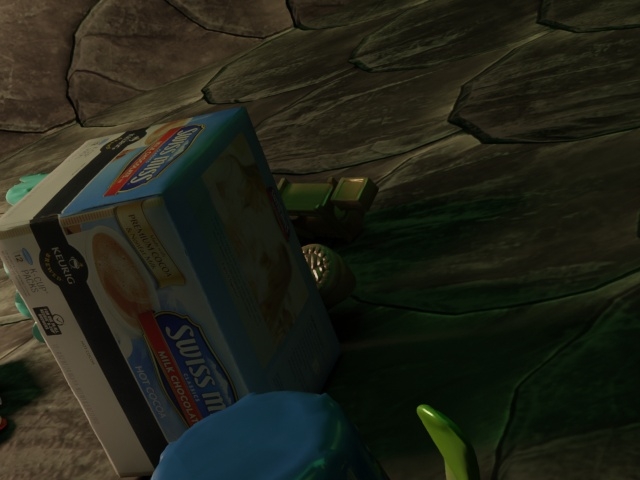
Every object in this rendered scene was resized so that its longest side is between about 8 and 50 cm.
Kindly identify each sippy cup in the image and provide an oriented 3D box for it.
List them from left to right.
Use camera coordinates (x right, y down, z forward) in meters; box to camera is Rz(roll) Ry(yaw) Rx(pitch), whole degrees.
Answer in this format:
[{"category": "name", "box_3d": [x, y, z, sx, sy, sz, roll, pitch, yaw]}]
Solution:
[{"category": "sippy cup", "box_3d": [-0.021, 0.249, 0.848, 0.240, 0.224, 0.305, -9, 27, 29]}]

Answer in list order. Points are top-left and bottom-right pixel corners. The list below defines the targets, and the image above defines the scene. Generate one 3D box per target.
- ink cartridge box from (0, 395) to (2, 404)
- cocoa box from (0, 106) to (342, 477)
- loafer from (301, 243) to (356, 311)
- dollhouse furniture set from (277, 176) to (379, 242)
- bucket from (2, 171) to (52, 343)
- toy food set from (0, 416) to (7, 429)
[{"category": "ink cartridge box", "box_3d": [-0.642, 0.247, 1.550, 0.333, 0.065, 0.165, -19, 21, -22]}, {"category": "cocoa box", "box_3d": [-0.157, 0.062, 1.221, 0.228, 0.347, 0.231, -9, 26, 26]}, {"category": "loafer", "box_3d": [-0.061, 0.085, 1.419, 0.269, 0.092, 0.101, -21, 60, 37]}, {"category": "dollhouse furniture set", "box_3d": [0.000, 0.000, 1.595, 0.182, 0.101, 0.160, 3, 58, 45]}, {"category": "bucket", "box_3d": [-0.326, 0.015, 1.595, 0.183, 0.281, 0.281, -12, 24, 12]}, {"category": "toy food set", "box_3d": [-0.473, 0.265, 1.477, 0.083, 0.020, 0.083, -33, 25, -25]}]
